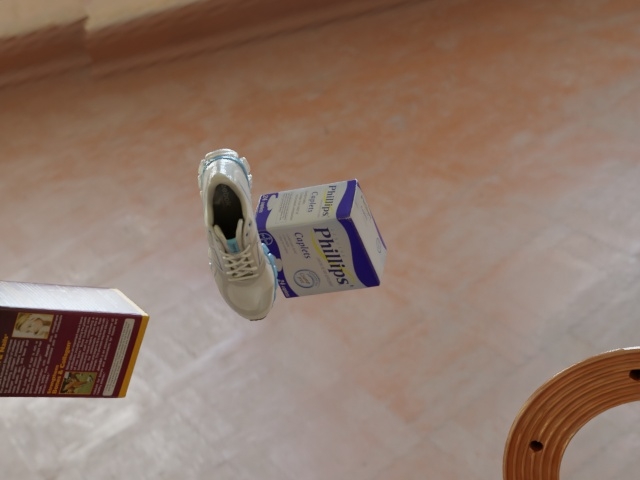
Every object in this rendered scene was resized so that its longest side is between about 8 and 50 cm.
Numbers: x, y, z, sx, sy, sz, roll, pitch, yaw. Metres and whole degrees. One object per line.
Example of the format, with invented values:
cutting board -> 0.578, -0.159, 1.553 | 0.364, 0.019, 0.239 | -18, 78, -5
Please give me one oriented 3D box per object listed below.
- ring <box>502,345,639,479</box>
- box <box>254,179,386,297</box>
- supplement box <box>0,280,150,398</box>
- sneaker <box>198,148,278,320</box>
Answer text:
ring -> 0.355, 0.245, 1.390 | 0.336, 0.337, 0.032 | -10, 25, 21
box -> 0.000, 0.000, 1.750 | 0.137, 0.126, 0.072 | -9, 41, 20
supplement box -> -0.291, 0.106, 1.455 | 0.188, 0.104, 0.081 | 7, 17, -41
sneaker -> -0.092, 0.005, 1.433 | 0.071, 0.191, 0.083 | -14, 20, 3
